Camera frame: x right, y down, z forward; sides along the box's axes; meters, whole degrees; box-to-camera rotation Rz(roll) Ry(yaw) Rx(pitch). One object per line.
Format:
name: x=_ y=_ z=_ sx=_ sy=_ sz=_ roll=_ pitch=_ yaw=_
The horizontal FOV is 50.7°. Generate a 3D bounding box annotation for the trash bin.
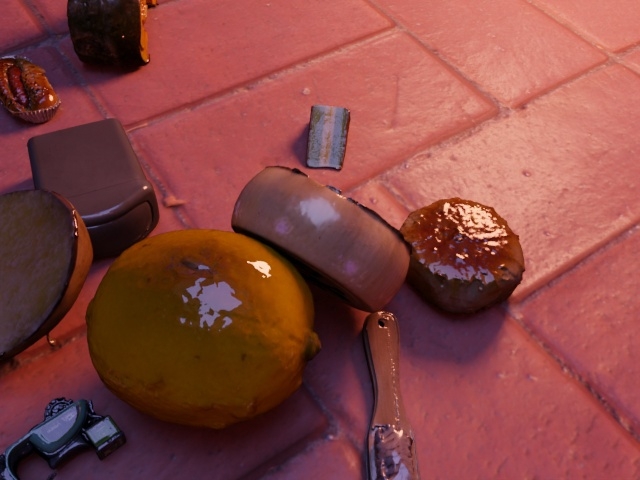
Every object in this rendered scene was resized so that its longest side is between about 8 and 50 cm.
trash bin: x=-0.367 y=-0.083 z=1.085 sx=0.177 sy=0.101 sz=0.236 roll=-19 pitch=53 yaw=-16

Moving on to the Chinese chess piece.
Chinese chess piece: x=0.000 y=0.000 z=0.940 sx=0.257 sy=0.257 sz=0.104 roll=27 pitch=80 yaw=17

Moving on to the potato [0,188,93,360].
potato: x=-0.409 y=0.062 z=0.927 sx=0.299 sy=0.116 sz=0.239 roll=-18 pitch=60 yaw=24

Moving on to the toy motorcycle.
toy motorcycle: x=-0.340 y=0.265 z=0.835 sx=0.173 sy=0.058 sz=0.100 roll=-34 pitch=66 yaw=-28

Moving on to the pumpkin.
pumpkin: x=-0.412 y=-0.445 z=1.379 sx=0.139 sy=0.190 sz=0.280 roll=0 pitch=8 yaw=-3

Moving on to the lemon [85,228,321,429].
lemon: x=-0.148 y=0.108 z=0.851 sx=0.284 sy=0.260 sz=0.260 roll=-16 pitch=52 yaw=7

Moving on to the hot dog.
hot dog: x=-0.557 y=-0.289 z=1.264 sx=0.099 sy=0.053 sz=0.192 roll=-25 pitch=59 yaw=-25

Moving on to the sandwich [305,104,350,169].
sandwich: x=0.013 y=-0.181 z=1.241 sx=0.074 sy=0.074 sz=0.116 roll=6 pitch=84 yaw=1

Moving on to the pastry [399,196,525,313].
pastry: x=0.210 y=0.020 z=1.039 sx=0.182 sy=0.093 sz=0.192 roll=-22 pitch=57 yaw=-16

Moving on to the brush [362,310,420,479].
brush: x=0.091 y=0.226 z=0.890 sx=0.070 sy=0.065 sz=0.327 roll=-1 pitch=51 yaw=-1
